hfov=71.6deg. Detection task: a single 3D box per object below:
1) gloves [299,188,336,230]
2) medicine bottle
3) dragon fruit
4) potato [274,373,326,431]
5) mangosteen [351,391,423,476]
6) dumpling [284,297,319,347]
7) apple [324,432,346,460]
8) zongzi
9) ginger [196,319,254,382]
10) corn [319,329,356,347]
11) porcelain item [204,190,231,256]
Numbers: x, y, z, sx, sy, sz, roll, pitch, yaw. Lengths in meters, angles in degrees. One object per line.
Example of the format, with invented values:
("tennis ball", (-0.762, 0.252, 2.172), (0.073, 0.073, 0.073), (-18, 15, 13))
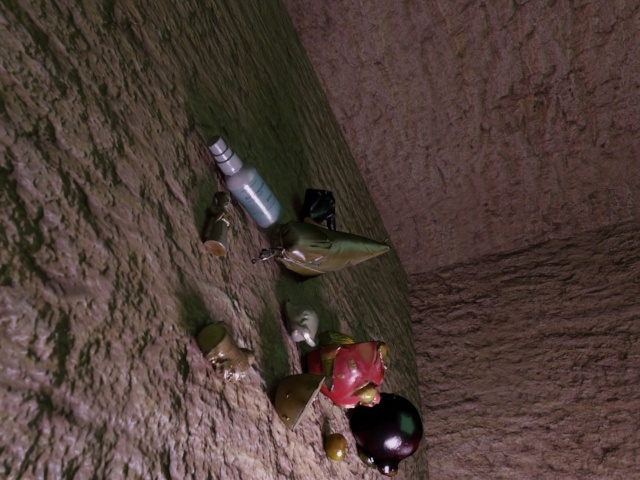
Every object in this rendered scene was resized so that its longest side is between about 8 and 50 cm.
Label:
("gloves", (0.000, -0.083, 1.968), (0.197, 0.152, 0.301), (-7, 87, -50))
("medicine bottle", (-0.242, -0.187, 1.416), (0.352, 0.110, 0.110), (55, 26, -43))
("dragon fruit", (0.102, 0.483, 1.576), (0.305, 0.305, 0.226), (27, 52, -65))
("potato", (-0.076, 0.466, 1.347), (0.182, 0.117, 0.202), (-66, 167, 11))
("mangosteen", (0.269, 0.783, 1.808), (0.297, 0.297, 0.313), (51, 40, -50))
("dumpling", (-0.067, 0.287, 1.533), (0.199, 0.118, 0.136), (54, 15, 8))
("apple", (0.055, 0.728, 1.564), (0.089, 0.074, 0.089), (-14, 90, -72))
("zongzi", (0.013, 0.007, 1.543), (0.447, 0.418, 0.181), (40, 41, -69))
("ginger", (-0.231, 0.294, 1.114), (0.213, 0.074, 0.137), (64, 20, -43))
("corn", (0.074, 0.428, 1.846), (0.091, 0.091, 0.260), (43, 2, 32))
("porcelain item", (-0.287, -0.059, 1.272), (0.084, 0.054, 0.213), (56, 24, -46))
